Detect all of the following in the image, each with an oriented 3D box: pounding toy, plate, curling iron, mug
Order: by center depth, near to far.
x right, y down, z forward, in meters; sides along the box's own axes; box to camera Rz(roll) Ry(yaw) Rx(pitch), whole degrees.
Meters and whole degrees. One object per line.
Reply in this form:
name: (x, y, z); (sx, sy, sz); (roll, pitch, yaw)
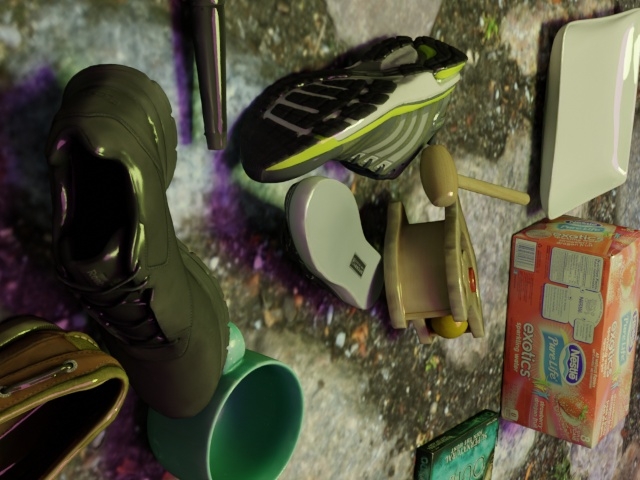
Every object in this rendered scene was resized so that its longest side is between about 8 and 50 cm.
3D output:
curling iron: (-0.104, -0.205, 0.797); (0.068, 0.035, 0.273); (-28, 123, -40)
mug: (-0.088, 0.145, 0.886); (0.129, 0.097, 0.157); (12, 91, -53)
pounding toy: (0.154, 0.031, 1.059); (0.269, 0.155, 0.154); (62, 24, -55)
plate: (0.392, -0.193, 1.451); (0.278, 0.045, 0.277); (-22, 120, -48)

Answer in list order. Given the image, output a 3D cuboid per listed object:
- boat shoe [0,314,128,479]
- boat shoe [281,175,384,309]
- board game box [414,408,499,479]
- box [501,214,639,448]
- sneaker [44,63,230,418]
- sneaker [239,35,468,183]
boat shoe: (-0.261, 0.164, 0.656); (0.307, 0.104, 0.110); (-47, 137, -32)
boat shoe: (0.000, 0.000, 0.957); (0.080, 0.076, 0.228); (-66, 154, -12)
board game box: (0.190, 0.321, 1.377); (0.186, 0.026, 0.126); (-14, 112, -50)
box: (0.371, 0.127, 1.444); (0.142, 0.154, 0.299); (-22, 118, -48)
sneaker: (-0.145, 0.022, 0.729); (0.130, 0.109, 0.286); (-79, 156, -64)
sneaker: (0.041, -0.106, 0.969); (0.300, 0.111, 0.121); (-28, 132, -39)
